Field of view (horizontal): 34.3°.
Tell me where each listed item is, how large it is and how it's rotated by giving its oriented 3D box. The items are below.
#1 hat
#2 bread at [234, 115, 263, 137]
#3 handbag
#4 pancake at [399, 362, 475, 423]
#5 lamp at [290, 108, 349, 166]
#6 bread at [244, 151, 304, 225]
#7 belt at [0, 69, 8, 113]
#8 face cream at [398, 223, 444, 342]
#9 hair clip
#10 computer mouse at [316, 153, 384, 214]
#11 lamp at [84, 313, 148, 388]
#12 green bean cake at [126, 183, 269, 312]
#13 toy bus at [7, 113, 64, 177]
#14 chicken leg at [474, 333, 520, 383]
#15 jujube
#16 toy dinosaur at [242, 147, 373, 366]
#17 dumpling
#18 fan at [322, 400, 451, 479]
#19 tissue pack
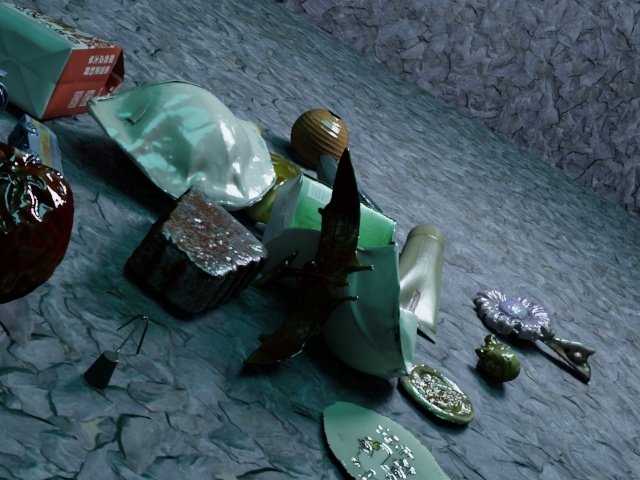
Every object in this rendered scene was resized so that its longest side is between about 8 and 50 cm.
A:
[{"bbox_3d":[0.024,0.104,1.668,0.301,0.168,0.258,18,-25,23],"label":"hat"},{"bbox_3d":[-0.187,-0.234,2.211,0.126,0.044,0.129,27,24,0],"label":"bread"},{"bbox_3d":[-0.469,-0.324,1.835,0.171,0.151,0.298,31,17,4],"label":"handbag"},{"bbox_3d":[0.197,0.260,1.738,0.152,0.025,0.151,31,20,-13],"label":"pancake"},{"bbox_3d":[-0.002,-0.235,2.365,0.136,0.136,0.136,30,21,-13],"label":"lamp"},{"bbox_3d":[-0.076,-0.092,1.985,0.213,0.104,0.213,32,18,-12],"label":"bread"},{"bbox_3d":[-0.564,-0.219,1.503,0.218,0.122,0.128,2,40,-44],"label":"belt"},{"bbox_3d":[0.196,0.075,2.077,0.137,0.084,0.341,41,27,-10],"label":"face cream"},{"bbox_3d":[0.471,0.195,2.224,0.300,0.069,0.173,33,21,-4],"label":"hair clip"},{"bbox_3d":[0.063,-0.088,2.236,0.229,0.068,0.113,48,9,5],"label":"computer mouse"},{"bbox_3d":[-0.251,0.135,1.296,0.041,0.054,0.121,34,21,-2],"label":"lamp"},{"bbox_3d":[-0.200,0.013,1.578,0.198,0.097,0.233,38,21,7],"label":"green bean cake"},{"bbox_3d":[-0.430,-0.118,1.565,0.075,0.064,0.190,28,21,-32],"label":"toy bus"},{"bbox_3d":[0.333,0.218,1.986,0.093,0.070,0.178,27,14,-3],"label":"chicken leg"},{"bbox_3d":[-0.413,-0.022,1.210,0.232,0.213,0.213,15,28,-31],"label":"jujube"},{"bbox_3d":[-0.017,0.031,1.534,0.113,0.327,0.206,40,4,-43],"label":"toy dinosaur"},{"bbox_3d":[-0.228,-0.159,1.812,0.260,0.181,0.341,59,11,29],"label":"dumpling"},{"bbox_3d":[0.063,0.324,1.413,0.233,0.012,0.415,40,19,15],"label":"fan"},{"bbox_3d":[0.000,0.002,1.859,0.209,0.156,0.148,26,62,-25],"label":"tissue pack"}]
